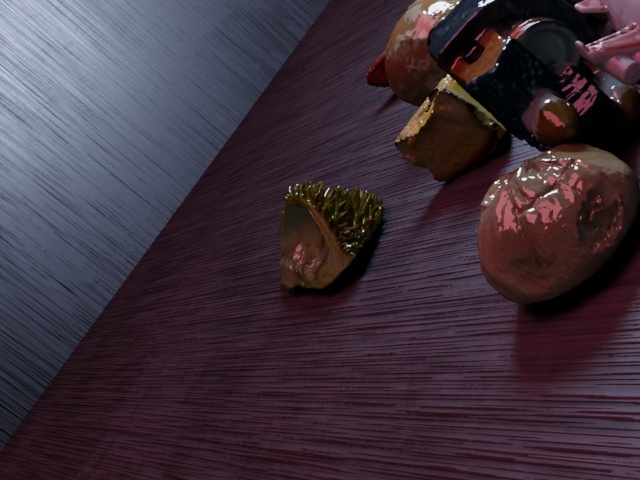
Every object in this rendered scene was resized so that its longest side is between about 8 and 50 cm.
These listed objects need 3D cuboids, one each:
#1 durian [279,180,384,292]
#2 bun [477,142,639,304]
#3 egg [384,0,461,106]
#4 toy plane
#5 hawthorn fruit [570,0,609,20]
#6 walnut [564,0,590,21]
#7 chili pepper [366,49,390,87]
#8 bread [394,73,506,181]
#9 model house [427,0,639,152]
[{"bbox_3d":[0.010,0.000,2.070,0.394,0.163,0.198,158,109,-65],"label":"durian"},{"bbox_3d":[0.273,-0.035,1.354,0.220,0.134,0.220,-46,13,14],"label":"bun"},{"bbox_3d":[0.218,-0.340,2.037,0.245,0.203,0.203,-39,19,41],"label":"egg"},{"bbox_3d":[0.433,-0.288,1.426,0.252,0.118,0.252,-10,46,10],"label":"toy plane"},{"bbox_3d":[0.432,-0.455,1.672,0.231,0.263,0.235,-46,1,6],"label":"hawthorn fruit"},{"bbox_3d":[0.355,-0.416,1.872,0.224,0.224,0.224,-44,18,18],"label":"walnut"},{"bbox_3d":[0.233,-0.426,2.347,0.387,0.110,0.110,-36,22,42],"label":"chili pepper"},{"bbox_3d":[0.211,-0.178,1.808,0.169,0.140,0.160,-52,5,4],"label":"bread"},{"bbox_3d":[0.302,-0.203,1.476,0.184,0.253,0.291,-45,24,14],"label":"model house"}]
